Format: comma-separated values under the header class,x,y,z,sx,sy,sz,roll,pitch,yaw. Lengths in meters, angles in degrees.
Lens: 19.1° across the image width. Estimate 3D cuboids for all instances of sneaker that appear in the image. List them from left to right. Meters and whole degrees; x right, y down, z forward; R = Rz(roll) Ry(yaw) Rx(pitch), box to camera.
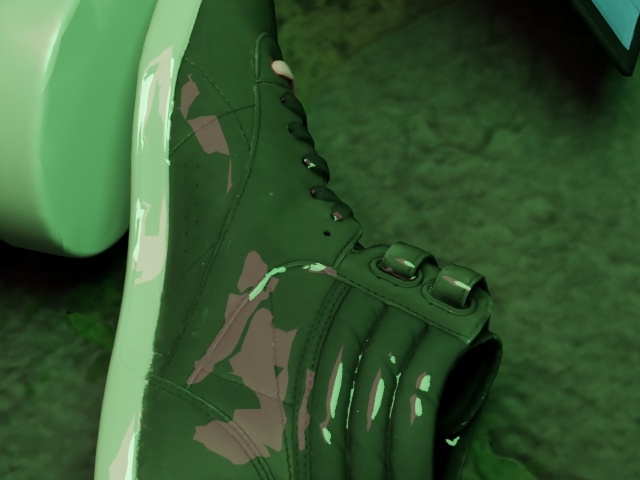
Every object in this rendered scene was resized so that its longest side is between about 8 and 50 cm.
class,x,y,z,sx,sy,sz,roll,pitch,yaw
sneaker,0.000,0.000,0.760,0.147,0.104,0.295,-1,64,9

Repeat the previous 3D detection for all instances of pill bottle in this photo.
class,x,y,z,sx,sy,sz,roll,pitch,yaw
pill bottle,-0.212,-0.083,0.815,0.278,0.162,0.162,12,61,18

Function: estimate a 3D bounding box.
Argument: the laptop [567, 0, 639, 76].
class,x,y,z,sx,sy,sz,roll,pitch,yaw
laptop,0.137,-0.246,0.787,0.264,0.234,0.136,-40,19,-3
